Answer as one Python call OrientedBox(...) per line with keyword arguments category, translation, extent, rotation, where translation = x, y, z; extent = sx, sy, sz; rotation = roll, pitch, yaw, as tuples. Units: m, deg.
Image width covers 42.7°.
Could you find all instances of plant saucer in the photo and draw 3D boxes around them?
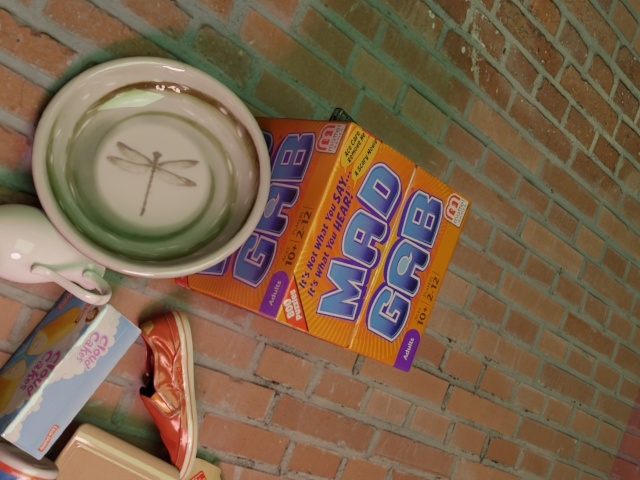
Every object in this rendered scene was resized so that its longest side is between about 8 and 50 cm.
OrientedBox(category="plant saucer", translation=(-0.289, -0.119, 1.419), extent=(0.400, 0.100, 0.400), rotation=(6, 71, -17))

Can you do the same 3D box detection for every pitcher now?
OrientedBox(category="pitcher", translation=(-0.445, 0.029, 1.334), extent=(0.207, 0.178, 0.125), rotation=(22, 108, -42))

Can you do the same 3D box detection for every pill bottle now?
OrientedBox(category="pill bottle", translation=(-0.543, 0.465, 1.374), extent=(0.124, 0.124, 0.221), rotation=(31, 79, -39))

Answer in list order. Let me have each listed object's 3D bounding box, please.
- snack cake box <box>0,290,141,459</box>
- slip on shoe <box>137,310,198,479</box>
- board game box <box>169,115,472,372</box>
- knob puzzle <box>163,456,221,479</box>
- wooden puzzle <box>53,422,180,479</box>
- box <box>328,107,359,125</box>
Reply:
OrientedBox(category="snack cake box", translation=(-0.446, 0.216, 1.385), extent=(0.264, 0.152, 0.089), rotation=(-54, 127, -18))
OrientedBox(category="slip on shoe", translation=(-0.295, 0.299, 1.561), extent=(0.101, 0.123, 0.331), rotation=(-7, 101, -23))
OrientedBox(category="board game box", translation=(0.000, 0.000, 1.576), extent=(0.356, 0.356, 0.356), rotation=(27, 81, -40))
OrientedBox(category="knob puzzle", translation=(-0.285, 0.518, 1.660), extent=(0.213, 0.030, 0.213), rotation=(-10, 106, -38))
OrientedBox(category="wooden puzzle", translation=(-0.410, 0.473, 1.496), extent=(0.221, 0.044, 0.239), rotation=(35, 89, -23))
OrientedBox(category="box", translation=(0.041, -0.236, 1.784), extent=(0.067, 0.018, 0.083), rotation=(37, 75, -38))
